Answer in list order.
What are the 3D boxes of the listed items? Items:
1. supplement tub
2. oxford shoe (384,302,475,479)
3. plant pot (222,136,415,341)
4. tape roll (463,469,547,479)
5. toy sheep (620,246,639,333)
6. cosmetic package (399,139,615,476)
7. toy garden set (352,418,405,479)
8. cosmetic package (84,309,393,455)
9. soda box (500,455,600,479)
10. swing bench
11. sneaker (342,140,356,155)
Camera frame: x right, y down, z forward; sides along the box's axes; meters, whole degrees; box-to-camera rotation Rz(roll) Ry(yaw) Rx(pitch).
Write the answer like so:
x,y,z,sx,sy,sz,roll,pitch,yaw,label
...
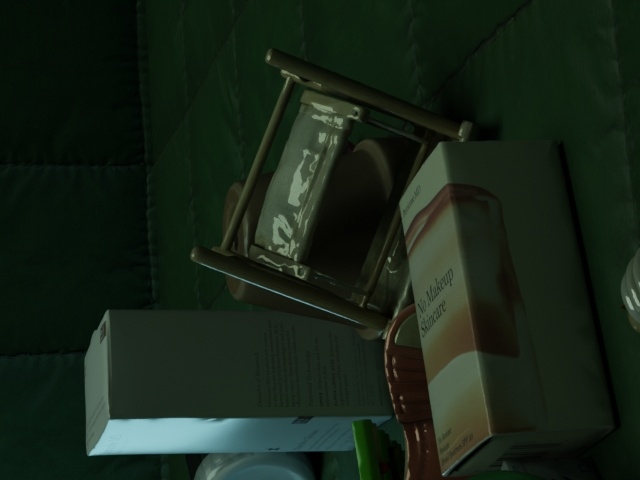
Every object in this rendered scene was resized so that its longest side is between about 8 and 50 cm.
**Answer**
x,y,z,sx,sy,sz,roll,pitch,yaw,label
-0.131,0.314,2.419,0.316,0.193,0.194,-113,27,-53,supplement tub
0.153,0.253,1.599,0.146,0.140,0.397,-22,-70,-77,oxford shoe
0.000,0.000,1.877,0.263,0.229,0.263,179,90,-75,plant pot
0.180,0.364,1.299,0.321,0.077,0.321,26,124,46,tape roll
0.281,0.032,1.149,0.132,0.091,0.091,-52,40,45,toy sheep
0.173,0.065,1.442,0.153,0.129,0.296,117,149,-61,cosmetic package
0.102,0.323,1.701,0.244,0.049,0.204,49,-150,-67,toy garden set
-0.117,0.193,2.008,0.217,0.384,0.156,124,143,-64,cosmetic package
0.199,0.343,1.432,0.098,0.091,0.286,-111,25,-51,soda box
0.023,-0.049,1.681,0.165,0.254,0.253,-6,-62,-85,swing bench
0.028,-0.056,2.073,0.075,0.063,0.170,143,120,-64,sneaker
